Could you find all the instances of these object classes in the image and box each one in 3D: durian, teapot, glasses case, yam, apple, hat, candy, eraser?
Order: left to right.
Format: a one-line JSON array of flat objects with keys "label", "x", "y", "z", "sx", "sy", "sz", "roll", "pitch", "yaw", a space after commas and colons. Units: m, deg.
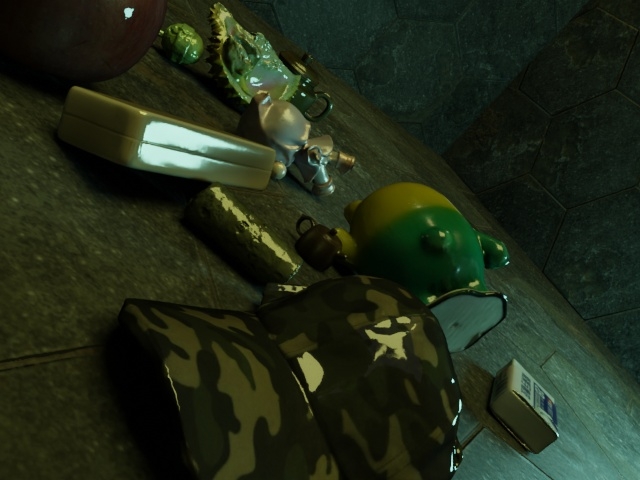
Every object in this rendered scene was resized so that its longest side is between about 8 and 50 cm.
[{"label": "apple", "x": -0.377, "y": -0.367, "z": 0.966, "sx": 0.306, "sy": 0.235, "sz": 0.305, "roll": 35, "pitch": 19, "yaw": -14}, {"label": "candy", "x": -0.413, "y": -0.492, "z": 1.468, "sx": 0.336, "sy": 0.092, "sz": 0.092, "roll": 25, "pitch": -20, "yaw": -23}, {"label": "glasses case", "x": -0.208, "y": -0.140, "z": 0.979, "sx": 0.144, "sy": 0.076, "sz": 0.336, "roll": 23, "pitch": 9, "yaw": 27}, {"label": "yam", "x": -0.110, "y": -0.007, "z": 0.958, "sx": 0.179, "sy": 0.078, "sz": 0.078, "roll": 41, "pitch": 18, "yaw": -4}, {"label": "durian", "x": -0.180, "y": -0.416, "z": 1.589, "sx": 0.306, "sy": 0.167, "sz": 0.172, "roll": 45, "pitch": 16, "yaw": -37}, {"label": "teapot", "x": -0.075, "y": -0.451, "z": 1.898, "sx": 0.268, "sy": 0.175, "sz": 0.185, "roll": 38, "pitch": 21, "yaw": -15}, {"label": "hat", "x": -0.001, "y": 0.123, "z": 0.708, "sx": 0.366, "sy": 0.257, "sz": 0.381, "roll": 51, "pitch": 0, "yaw": 31}, {"label": "teapot", "x": 0.000, "y": 0.000, "z": 1.182, "sx": 0.121, "sy": 0.068, "sz": 0.076, "roll": 50, "pitch": 19, "yaw": 22}, {"label": "eraser", "x": 0.397, "y": 0.316, "z": 1.299, "sx": 0.124, "sy": 0.068, "sz": 0.210, "roll": 45, "pitch": 17, "yaw": 9}]

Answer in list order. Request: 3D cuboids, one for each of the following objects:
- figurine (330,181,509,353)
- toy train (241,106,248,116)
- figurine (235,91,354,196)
[{"label": "figurine", "x": 0.179, "y": 0.027, "z": 1.229, "sx": 0.231, "sy": 0.324, "sz": 0.340, "roll": 89, "pitch": -17, "yaw": -46}, {"label": "toy train", "x": -0.143, "y": -0.278, "z": 1.571, "sx": 0.093, "sy": 0.038, "sz": 0.056, "roll": 27, "pitch": 21, "yaw": -39}, {"label": "figurine", "x": -0.055, "y": -0.206, "z": 1.433, "sx": 0.276, "sy": 0.133, "sz": 0.200, "roll": 33, "pitch": 41, "yaw": -26}]
